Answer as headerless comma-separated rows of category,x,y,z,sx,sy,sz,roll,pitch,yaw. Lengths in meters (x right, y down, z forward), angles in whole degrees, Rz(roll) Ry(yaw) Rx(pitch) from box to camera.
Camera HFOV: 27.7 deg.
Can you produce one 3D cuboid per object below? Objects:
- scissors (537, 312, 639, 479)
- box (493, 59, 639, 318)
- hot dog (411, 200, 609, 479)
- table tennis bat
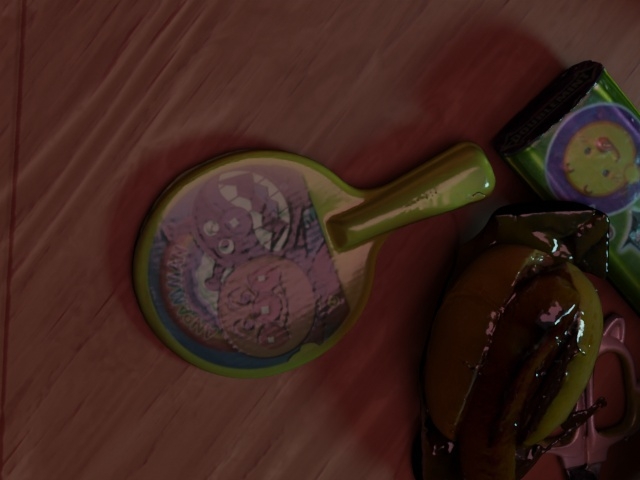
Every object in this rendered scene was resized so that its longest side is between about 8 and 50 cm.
scissors,0.282,0.237,1.380,0.160,0.024,0.317,-8,103,-13
box,0.331,-0.011,1.305,0.134,0.097,0.345,-43,109,0
hot dog,0.191,0.131,1.246,0.194,0.107,0.326,2,110,2
table tennis bat,0.000,0.000,1.247,0.369,0.054,0.224,-22,106,-6
